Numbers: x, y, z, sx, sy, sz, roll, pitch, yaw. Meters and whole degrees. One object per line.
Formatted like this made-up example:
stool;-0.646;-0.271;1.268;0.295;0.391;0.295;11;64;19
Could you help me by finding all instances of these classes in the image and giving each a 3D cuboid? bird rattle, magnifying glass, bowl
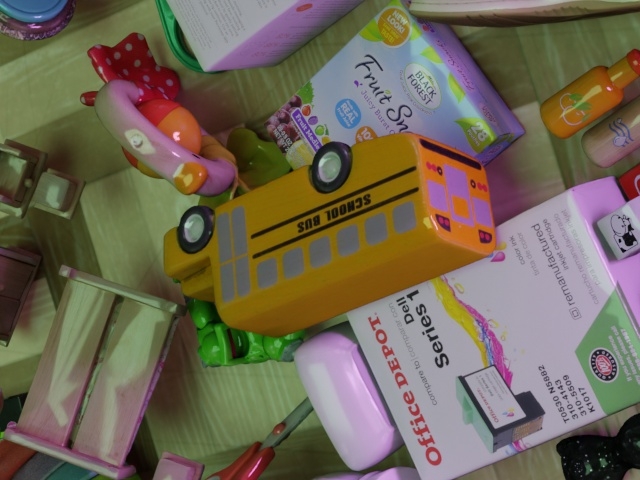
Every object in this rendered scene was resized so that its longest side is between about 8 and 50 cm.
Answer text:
bird rattle;-0.154;-0.117;1.746;0.143;0.207;0.253;-42;84;11
magnifying glass;-0.162;-0.275;1.821;0.231;0.026;0.092;50;120;14
bowl;0.049;0.145;1.672;0.053;0.142;0.142;-27;89;31

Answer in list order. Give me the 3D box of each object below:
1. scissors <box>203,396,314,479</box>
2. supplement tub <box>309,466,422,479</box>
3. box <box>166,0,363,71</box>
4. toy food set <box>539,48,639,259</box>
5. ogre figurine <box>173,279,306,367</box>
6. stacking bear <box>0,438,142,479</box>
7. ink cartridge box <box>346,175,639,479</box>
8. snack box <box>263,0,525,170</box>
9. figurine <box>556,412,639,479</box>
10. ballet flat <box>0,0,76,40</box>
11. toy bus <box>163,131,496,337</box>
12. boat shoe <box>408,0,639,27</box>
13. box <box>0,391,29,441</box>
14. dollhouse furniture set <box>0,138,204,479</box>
scissors;-0.058;0.206;1.736;0.021;0.297;0.109;47;156;-20
supplement tub;-0.017;0.364;1.708;0.316;0.228;0.228;-25;84;33
box;-0.042;-0.251;1.684;0.170;0.130;0.091;-33;79;31
toy food set;0.306;-0.051;1.505;0.104;0.111;0.232;-36;76;32
ogre figurine;-0.078;0.073;1.781;0.197;0.097;0.118;-4;84;22
stacking bear;-0.244;0.338;1.889;0.289;0.175;0.164;43;97;19
ink cartridge box;0.188;0.091;1.600;0.278;0.117;0.201;-29;82;33
snack box;0.069;-0.111;1.672;0.207;0.070;0.174;-42;75;29
figurine;0.310;0.257;1.546;0.209;0.092;0.214;-31;66;49
ballet flat;-0.409;-0.401;1.899;0.182;0.164;0.482;-43;68;52
toy bus;0.000;0.000;1.605;0.333;0.108;0.130;-23;64;36
boat shoe;0.216;-0.248;1.544;0.285;0.103;0.092;-2;91;29
box;-0.362;0.216;2.008;0.083;0.052;0.062;-16;89;34
dollhouse furniture set;-0.236;0.087;1.868;0.356;0.174;0.303;19;87;14
